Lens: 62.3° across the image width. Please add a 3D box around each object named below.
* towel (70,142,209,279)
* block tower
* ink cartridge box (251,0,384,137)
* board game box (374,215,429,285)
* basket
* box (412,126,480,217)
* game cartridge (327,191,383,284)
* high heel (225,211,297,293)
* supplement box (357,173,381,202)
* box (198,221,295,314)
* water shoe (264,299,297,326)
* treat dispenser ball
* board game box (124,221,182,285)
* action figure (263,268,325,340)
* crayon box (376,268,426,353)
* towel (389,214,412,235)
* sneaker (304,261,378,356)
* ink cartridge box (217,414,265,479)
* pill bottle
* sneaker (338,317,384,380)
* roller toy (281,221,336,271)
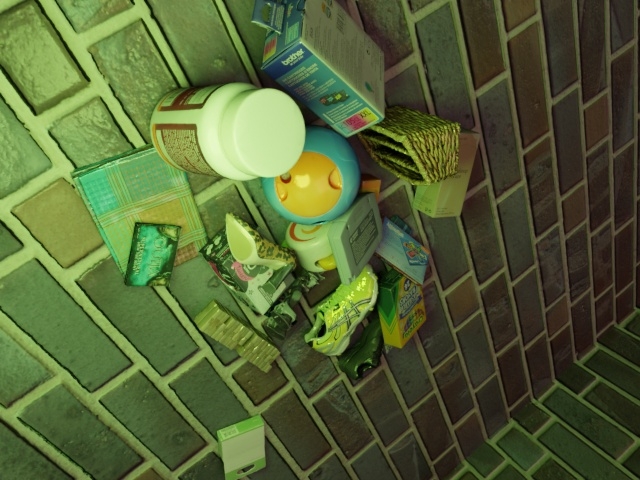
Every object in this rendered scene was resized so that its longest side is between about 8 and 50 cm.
[{"bbox_3d":[-0.473,-0.070,1.457,0.272,0.040,0.370,-26,125,-19],"label":"towel"},{"bbox_3d":[-0.267,0.315,1.748,0.097,0.091,0.335,-46,129,-4],"label":"block tower"},{"bbox_3d":[-0.002,-0.497,1.392,0.395,0.151,0.269,33,49,-40],"label":"ink cartridge box"},{"bbox_3d":[0.295,0.042,1.927,0.281,0.027,0.145,34,64,-34],"label":"board game box"},{"bbox_3d":[0.253,-0.278,1.653,0.223,0.299,0.213,-19,124,-27],"label":"basket"},{"bbox_3d":[0.451,-0.249,1.906,0.148,0.121,0.311,-6,116,-30],"label":"box"},{"bbox_3d":[0.114,-0.024,1.651,0.297,0.062,0.198,-50,127,-49],"label":"game cartridge"},{"bbox_3d":[-0.166,0.003,1.506,0.261,0.093,0.186,60,33,-17],"label":"high heel"},{"bbox_3d":[0.144,-0.105,1.812,0.078,0.080,0.233,-8,115,-28],"label":"supplement box"},{"bbox_3d":[-0.219,0.081,1.607,0.163,0.142,0.247,-48,130,-22],"label":"box"},{"bbox_3d":[-0.156,0.231,1.783,0.203,0.080,0.073,27,96,-39],"label":"water shoe"},{"bbox_3d":[-0.028,-0.187,1.523,0.288,0.288,0.288,-14,120,-26],"label":"treat dispenser ball"},{"bbox_3d":[-0.468,0.042,1.481,0.126,0.026,0.186,4,113,-35],"label":"board game box"},{"bbox_3d":[-0.086,0.180,1.713,0.099,0.285,0.185,39,131,-9],"label":"action figure"},{"bbox_3d":[0.315,0.264,2.041,0.203,0.083,0.322,-38,126,-40],"label":"crayon box"},{"bbox_3d":[0.295,-0.042,1.970,0.119,0.029,0.067,38,89,-39],"label":"towel"},{"bbox_3d":[0.079,0.247,1.904,0.147,0.145,0.384,19,101,-38],"label":"sneaker"},{"bbox_3d":[-0.294,0.786,1.990,0.171,0.056,0.235,-14,123,-26],"label":"ink cartridge box"},{"bbox_3d":[-0.228,-0.260,1.268,0.224,0.392,0.224,-11,107,-39],"label":"pill bottle"},{"bbox_3d":[0.204,0.432,2.085,0.109,0.130,0.286,39,88,-38],"label":"sneaker"},{"bbox_3d":[0.000,0.000,1.694,0.191,0.209,0.146,-56,135,-29],"label":"roller toy"}]
